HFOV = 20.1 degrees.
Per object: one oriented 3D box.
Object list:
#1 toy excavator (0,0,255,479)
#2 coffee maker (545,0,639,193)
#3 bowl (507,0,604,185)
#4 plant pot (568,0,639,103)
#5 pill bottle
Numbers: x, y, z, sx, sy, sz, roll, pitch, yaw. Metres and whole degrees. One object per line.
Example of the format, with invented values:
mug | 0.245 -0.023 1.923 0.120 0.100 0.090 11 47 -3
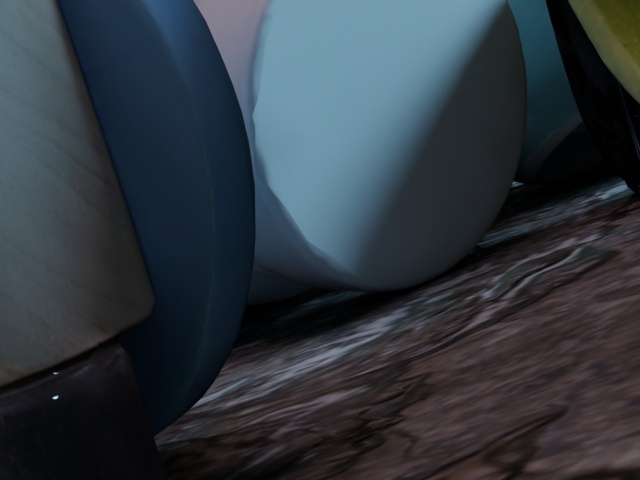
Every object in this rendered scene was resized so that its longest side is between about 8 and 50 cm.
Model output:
toy excavator | -0.196 0.006 0.656 0.432 0.222 0.445 -17 3 19
coffee maker | 0.197 -0.130 0.843 0.178 0.171 0.120 -20 -2 -7
bowl | 0.147 -0.146 1.023 0.311 0.163 0.311 -32 -12 -8
plant pot | 0.261 -0.165 0.659 0.253 0.276 0.276 -8 -4 -39
pill bottle | -0.082 -0.073 0.929 0.204 0.204 0.361 -23 18 -36
